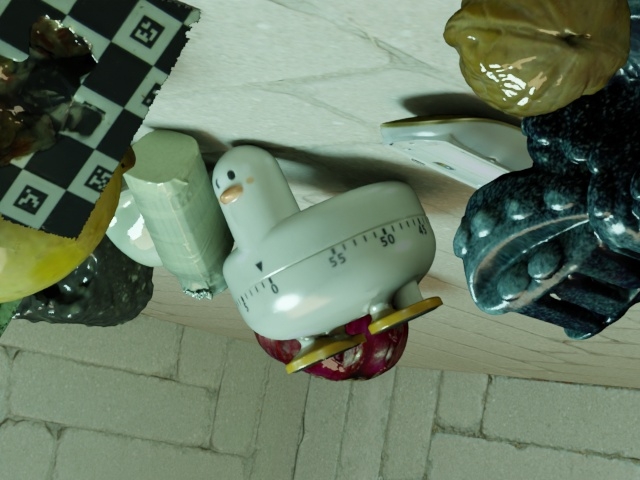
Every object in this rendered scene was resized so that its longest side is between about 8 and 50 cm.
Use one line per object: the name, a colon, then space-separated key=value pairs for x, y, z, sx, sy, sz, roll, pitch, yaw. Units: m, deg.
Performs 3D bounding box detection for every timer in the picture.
timer: x=0.000 y=0.000 z=1.407 sx=0.234 sy=0.240 sz=0.233 roll=-24 pitch=173 yaw=-3

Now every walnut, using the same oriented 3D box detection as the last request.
walnut: x=0.125 y=-0.121 z=0.752 sx=0.105 sy=0.105 sz=0.124 roll=12 pitch=-175 yaw=-9

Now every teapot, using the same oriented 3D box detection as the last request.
teapot: x=-0.141 y=-0.034 z=1.418 sx=0.077 sy=0.107 sz=0.200 roll=15 pitch=144 yaw=26

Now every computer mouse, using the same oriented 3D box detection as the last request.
computer mouse: x=0.140 y=-0.078 z=1.143 sx=0.199 sy=0.044 sz=0.102 roll=18 pitch=168 yaw=-42

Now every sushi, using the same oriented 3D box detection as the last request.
sushi: x=-0.219 y=-0.117 z=0.964 sx=0.193 sy=0.210 sz=0.040 roll=17 pitch=-160 yaw=-35

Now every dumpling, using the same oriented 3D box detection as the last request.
dumpling: x=-0.175 y=-0.042 z=1.524 sx=0.151 sy=0.124 sz=0.229 roll=-29 pitch=166 yaw=8

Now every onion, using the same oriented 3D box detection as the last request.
onion: x=0.020 y=0.116 z=1.964 sx=0.246 sy=0.190 sz=0.246 roll=19 pitch=-171 yaw=-3

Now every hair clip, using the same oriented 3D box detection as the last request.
hair clip: x=0.226 y=-0.034 z=0.860 sx=0.195 sy=0.206 sz=0.310 roll=21 pitch=171 yaw=-27

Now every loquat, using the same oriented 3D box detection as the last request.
loquat: x=-0.275 y=-0.066 z=1.115 sx=0.244 sy=0.243 sz=0.244 roll=10 pitch=170 yaw=2

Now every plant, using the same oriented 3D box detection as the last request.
plant: x=-0.375 y=0.027 z=1.845 sx=0.199 sy=0.188 sz=0.276 roll=2 pitch=167 yaw=37

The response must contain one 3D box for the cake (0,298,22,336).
cake: x=-0.393 y=0.014 z=1.585 sx=0.172 sy=0.283 sz=0.158 roll=-11 pitch=164 yaw=18
